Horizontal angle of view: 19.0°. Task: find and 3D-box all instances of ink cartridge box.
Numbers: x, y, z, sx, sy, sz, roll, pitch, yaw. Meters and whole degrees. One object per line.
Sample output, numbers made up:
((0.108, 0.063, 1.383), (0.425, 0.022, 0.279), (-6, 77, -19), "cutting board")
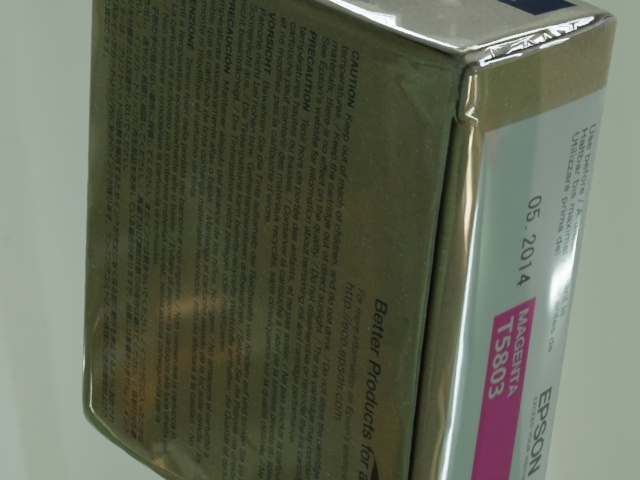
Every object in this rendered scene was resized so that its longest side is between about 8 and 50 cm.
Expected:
((0.000, 0.000, 0.729), (0.193, 0.088, 0.235), (29, -55, 37), "ink cartridge box")
